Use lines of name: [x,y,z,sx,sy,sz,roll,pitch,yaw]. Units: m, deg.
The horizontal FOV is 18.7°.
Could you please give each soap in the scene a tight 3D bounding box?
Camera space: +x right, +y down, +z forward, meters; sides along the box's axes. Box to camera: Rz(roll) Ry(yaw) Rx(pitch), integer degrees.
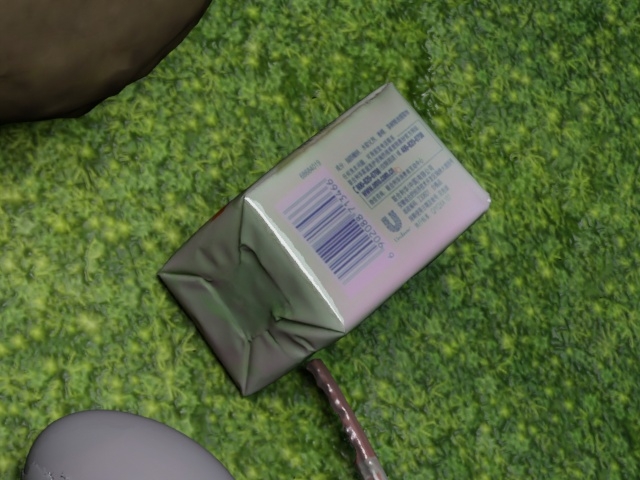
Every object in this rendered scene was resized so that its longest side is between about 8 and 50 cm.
soap: [0.000,0.000,1.559,0.199,0.182,0.138,-39,90,-35]

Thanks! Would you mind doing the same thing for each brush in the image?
brush: [0.064,0.226,1.567,0.071,0.084,0.301,-27,74,3]

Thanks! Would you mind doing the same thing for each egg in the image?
egg: [-0.132,0.208,1.419,0.198,0.146,0.146,38,56,1]

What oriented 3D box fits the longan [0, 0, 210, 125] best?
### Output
longan: [-0.242,-0.281,1.430,0.391,0.391,0.391,11,65,-25]
